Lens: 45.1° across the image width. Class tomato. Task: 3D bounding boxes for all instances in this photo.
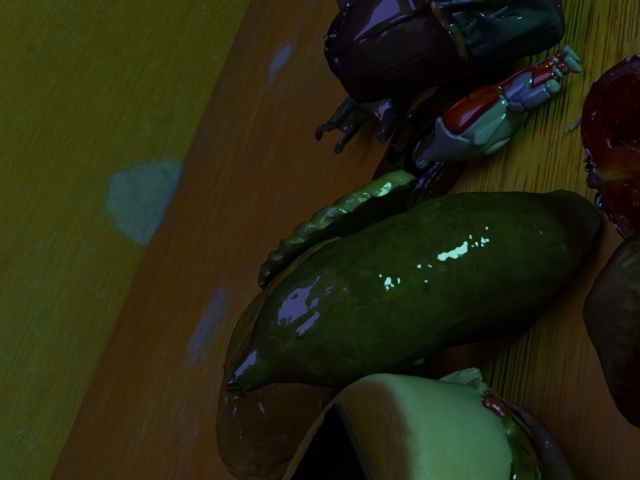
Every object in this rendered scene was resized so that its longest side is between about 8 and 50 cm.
[{"bbox_3d":[0.288,-0.070,0.612,0.139,0.091,0.159,138,125,-60],"label":"tomato"}]

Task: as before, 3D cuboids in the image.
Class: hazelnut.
[{"bbox_3d":[0.248,0.055,0.500,0.143,0.143,0.154,-47,10,32],"label":"hazelnut"}]

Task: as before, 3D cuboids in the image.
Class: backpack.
[{"bbox_3d":[0.145,-0.312,1.005,0.317,0.197,0.283,-21,31,29],"label":"backpack"}]

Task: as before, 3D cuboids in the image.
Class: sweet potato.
[{"bbox_3d":[0.081,0.043,0.715,0.158,0.370,0.157,165,90,-71],"label":"sweet potato"}]

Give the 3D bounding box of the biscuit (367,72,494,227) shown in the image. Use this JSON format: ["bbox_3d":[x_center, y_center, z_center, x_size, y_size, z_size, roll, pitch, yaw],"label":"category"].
[{"bbox_3d":[0.136,-0.120,1.069,0.290,0.041,0.208,-57,21,10],"label":"biscuit"}]

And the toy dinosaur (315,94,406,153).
[{"bbox_3d":[0.075,-0.221,1.254,0.162,0.077,0.294,-53,21,-19],"label":"toy dinosaur"}]

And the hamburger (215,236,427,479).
[{"bbox_3d":[-0.002,0.147,0.901,0.318,0.158,0.318,-47,28,35],"label":"hamburger"}]

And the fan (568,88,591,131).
[{"bbox_3d":[0.289,-0.144,0.802,0.083,0.004,0.056,-49,26,28],"label":"fan"}]

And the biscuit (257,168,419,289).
[{"bbox_3d":[0.000,0.000,1.012,0.187,0.036,0.273,-24,-14,-42],"label":"biscuit"}]

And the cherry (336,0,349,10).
[{"bbox_3d":[0.135,-0.433,1.211,0.239,0.206,0.239,-50,8,10],"label":"cherry"}]

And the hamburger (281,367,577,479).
[{"bbox_3d":[0.072,0.247,0.602,0.302,0.170,0.302,-53,22,32],"label":"hamburger"}]

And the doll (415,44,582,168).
[{"bbox_3d":[0.201,-0.149,0.910,0.227,0.075,0.102,-36,17,29],"label":"doll"}]
